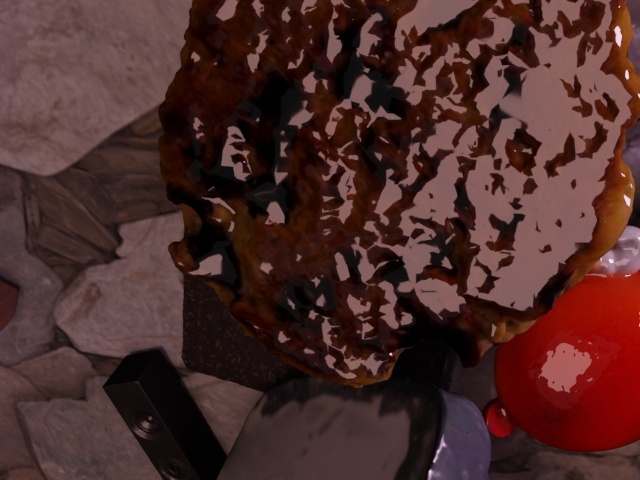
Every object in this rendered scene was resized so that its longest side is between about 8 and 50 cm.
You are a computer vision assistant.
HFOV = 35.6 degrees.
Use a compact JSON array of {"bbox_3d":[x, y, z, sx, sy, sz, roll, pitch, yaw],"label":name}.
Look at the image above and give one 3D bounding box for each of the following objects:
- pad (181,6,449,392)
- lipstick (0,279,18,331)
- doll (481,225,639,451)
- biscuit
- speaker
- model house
[{"bbox_3d":[0.000,0.000,0.729,0.220,0.004,0.330,16,125,11],"label":"pad"},{"bbox_3d":[-0.336,0.033,0.858,0.145,0.045,0.045,26,126,4],"label":"lipstick"},{"bbox_3d":[0.205,0.069,0.651,0.217,0.085,0.183,-40,108,19],"label":"doll"},{"bbox_3d":[0.042,-0.064,0.610,0.289,0.081,0.334,35,119,7],"label":"biscuit"},{"bbox_3d":[-0.119,0.184,0.870,0.040,0.046,0.191,-13,117,30],"label":"speaker"},{"bbox_3d":[0.081,0.255,0.738,0.301,0.190,0.271,40,151,-21],"label":"model house"}]
